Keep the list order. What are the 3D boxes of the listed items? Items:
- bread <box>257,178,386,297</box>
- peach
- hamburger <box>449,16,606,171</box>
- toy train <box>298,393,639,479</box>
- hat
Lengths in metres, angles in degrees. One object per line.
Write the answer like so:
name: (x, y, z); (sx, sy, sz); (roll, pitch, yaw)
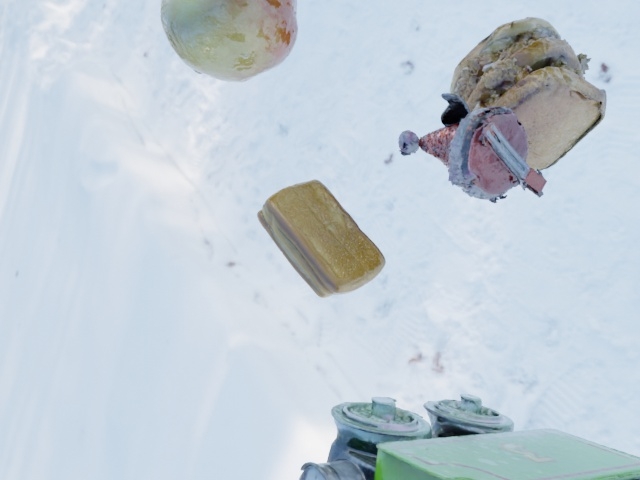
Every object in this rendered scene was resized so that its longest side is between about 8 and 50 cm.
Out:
bread: (0.000, 0.000, 1.055); (0.200, 0.116, 0.077); (51, 139, 16)
peach: (-0.131, -0.341, 1.042); (0.233, 0.233, 0.232); (-24, 60, 49)
hamburger: (0.372, -0.251, 1.208); (0.261, 0.245, 0.211); (-24, 50, 1)
toy train: (0.141, 0.252, 0.641); (0.249, 0.307, 0.173); (9, 90, 53)
hat: (0.198, -0.130, 0.979); (0.227, 0.140, 0.128); (22, 96, 55)
